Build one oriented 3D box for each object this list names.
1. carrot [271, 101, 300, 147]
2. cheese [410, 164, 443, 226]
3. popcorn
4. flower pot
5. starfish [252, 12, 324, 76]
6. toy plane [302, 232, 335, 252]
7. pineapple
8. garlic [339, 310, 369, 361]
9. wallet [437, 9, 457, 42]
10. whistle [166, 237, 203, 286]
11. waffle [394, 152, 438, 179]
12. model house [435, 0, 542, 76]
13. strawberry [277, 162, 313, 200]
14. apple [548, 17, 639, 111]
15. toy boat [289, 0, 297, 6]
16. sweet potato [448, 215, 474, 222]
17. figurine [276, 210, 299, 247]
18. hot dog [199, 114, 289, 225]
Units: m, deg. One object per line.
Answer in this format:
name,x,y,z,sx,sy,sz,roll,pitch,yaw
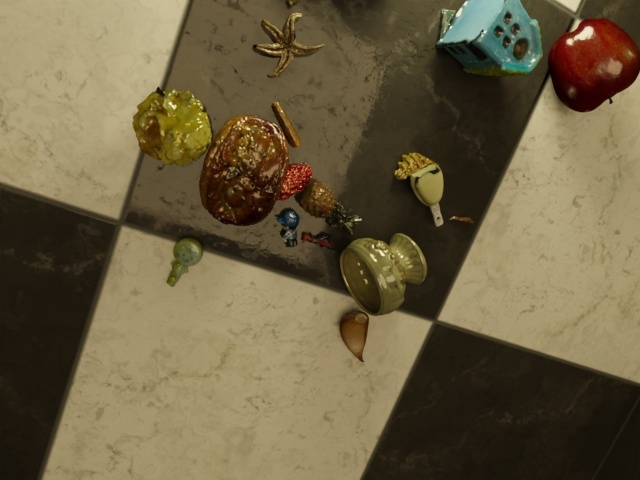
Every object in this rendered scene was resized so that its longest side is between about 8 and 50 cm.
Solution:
carrot,-0.121,-0.410,1.559,0.042,0.042,0.171,-30,106,-3
cheese,0.430,-0.163,1.698,0.127,0.054,0.252,-26,118,-5
popcorn,-0.465,-0.361,1.389,0.249,0.225,0.249,6,62,-12
flower pot,0.243,0.108,1.658,0.244,0.307,0.308,-25,110,-22
starfish,-0.110,-0.656,1.487,0.237,0.057,0.213,7,111,-10
toy plane,0.000,0.000,1.699,0.145,0.037,0.060,15,111,-20
pineapple,0.043,-0.113,1.638,0.248,0.128,0.128,34,96,-24
garlic,0.149,0.371,1.797,0.115,0.128,0.207,-30,121,-50
wallet,0.476,-0.767,1.600,0.088,0.026,0.129,1,104,-13
whistle,-0.502,0.079,1.603,0.104,0.057,0.198,30,104,-7
waffle,0.382,-0.253,1.707,0.194,0.051,0.149,21,98,-17
model house,0.604,-0.685,1.532,0.303,0.237,0.216,27,98,-28
strawberry,-0.114,-0.220,1.591,0.188,0.082,0.121,-29,106,-1
apple,1.001,-0.641,1.621,0.288,0.288,0.317,-31,92,-3
toy boat,-0.085,-0.851,1.443,0.048,0.047,0.149,5,101,0
sweet potato,0.582,-0.088,1.811,0.115,0.026,0.026,8,103,-12
figurine,-0.110,-0.042,1.643,0.077,0.079,0.136,-29,110,-48
hot dog,-0.261,-0.225,1.489,0.266,0.174,0.388,19,107,-14
